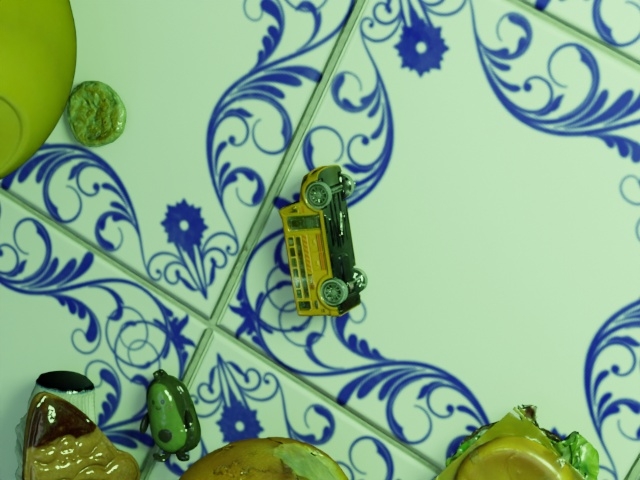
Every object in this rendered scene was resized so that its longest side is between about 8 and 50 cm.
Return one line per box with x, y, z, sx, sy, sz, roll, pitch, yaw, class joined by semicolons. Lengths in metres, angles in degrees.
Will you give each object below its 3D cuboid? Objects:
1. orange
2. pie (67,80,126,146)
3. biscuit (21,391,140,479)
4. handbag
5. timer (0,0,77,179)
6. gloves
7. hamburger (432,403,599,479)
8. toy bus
-0.064;0.336;1.693;0.240;0.240;0.240;5;101;23;orange
-0.263;-0.149;1.808;0.084;0.021;0.084;5;101;27;pie
-0.283;0.308;1.823;0.043;0.183;0.280;13;120;61;biscuit
-0.181;0.204;1.822;0.072;0.047;0.111;-8;98;24;handbag
-0.457;-0.243;1.721;0.376;0.376;0.387;-46;49;24;timer
-0.313;0.273;1.869;0.119;0.097;0.229;4;90;-5;gloves
0.215;0.261;1.633;0.189;0.093;0.164;-34;87;27;hamburger
0.000;0.000;1.693;0.074;0.069;0.162;-5;99;27;toy bus
